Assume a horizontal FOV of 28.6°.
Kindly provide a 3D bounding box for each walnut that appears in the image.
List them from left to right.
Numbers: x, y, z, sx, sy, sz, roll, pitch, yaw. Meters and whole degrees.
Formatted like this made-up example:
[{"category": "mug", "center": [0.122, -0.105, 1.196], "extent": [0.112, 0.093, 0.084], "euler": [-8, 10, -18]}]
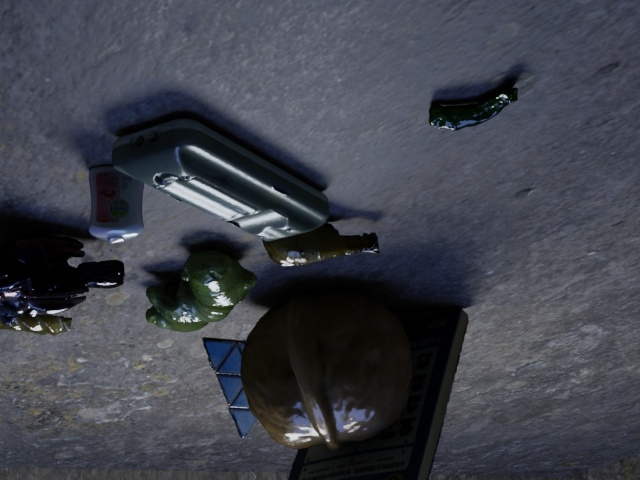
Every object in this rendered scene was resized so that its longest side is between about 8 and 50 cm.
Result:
[{"category": "walnut", "center": [0.009, 0.219, 2.124], "extent": [0.296, 0.285, 0.285], "euler": [-11, 159, 8]}]

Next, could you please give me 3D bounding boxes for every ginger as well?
[{"category": "ginger", "center": [-0.197, 0.086, 1.993], "extent": [0.137, 0.089, 0.290], "euler": [28, 153, -21]}]

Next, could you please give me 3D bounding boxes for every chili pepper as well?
[{"category": "chili pepper", "center": [0.183, -0.150, 1.455], "extent": [0.117, 0.035, 0.055], "euler": [-11, 176, 32]}]

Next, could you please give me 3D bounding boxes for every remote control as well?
[{"category": "remote control", "center": [-0.119, -0.066, 1.603], "extent": [0.128, 0.066, 0.335], "euler": [-16, 157, 28]}]

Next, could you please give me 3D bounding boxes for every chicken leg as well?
[{"category": "chicken leg", "center": [0.000, 0.000, 1.810], "extent": [0.178, 0.070, 0.093], "euler": [1, -164, -16]}]

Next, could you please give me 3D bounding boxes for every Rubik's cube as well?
[{"category": "Rubik's cube", "center": [-0.127, 0.230, 2.447], "extent": [0.178, 0.211, 0.190], "euler": [-25, 135, -3]}]

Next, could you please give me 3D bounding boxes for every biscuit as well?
[{"category": "biscuit", "center": [-0.526, 0.123, 2.014], "extent": [0.187, 0.036, 0.273], "euler": [11, 173, -27]}]

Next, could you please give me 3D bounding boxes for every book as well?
[{"category": "book", "center": [0.093, 0.312, 2.211], "extent": [0.300, 0.428, 0.039], "euler": [-17, 127, 36]}]

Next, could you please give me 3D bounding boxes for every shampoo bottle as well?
[{"category": "shampoo bottle", "center": [-0.259, -0.043, 1.596], "extent": [0.072, 0.099, 0.043], "euler": [-1, 160, -2]}]

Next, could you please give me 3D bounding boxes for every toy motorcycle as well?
[{"category": "toy motorcycle", "center": [-0.481, 0.053, 1.765], "extent": [0.207, 0.134, 0.401], "euler": [-15, 169, 42]}]
